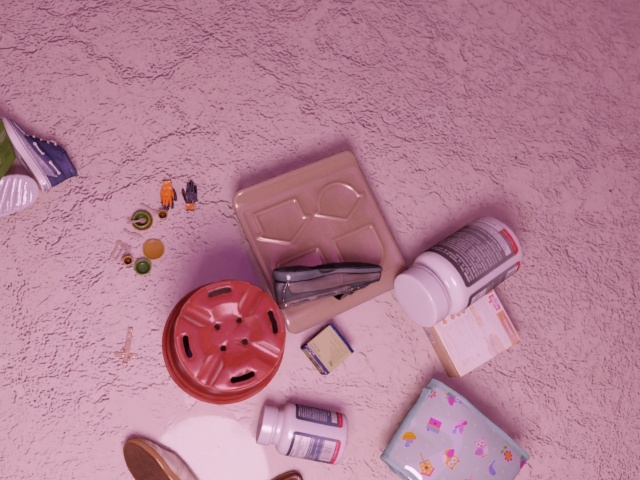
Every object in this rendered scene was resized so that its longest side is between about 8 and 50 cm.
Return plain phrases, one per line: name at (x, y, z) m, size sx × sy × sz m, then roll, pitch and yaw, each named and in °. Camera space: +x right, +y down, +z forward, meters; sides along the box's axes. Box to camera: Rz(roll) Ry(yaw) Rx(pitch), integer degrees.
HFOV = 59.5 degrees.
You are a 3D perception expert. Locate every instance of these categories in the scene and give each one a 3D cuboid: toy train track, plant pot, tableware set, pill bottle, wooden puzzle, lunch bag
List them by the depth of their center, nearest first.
plant pot at (-0.186, 0.197, 1.124) m, size 0.272 × 0.265 × 0.273 m, roll 3°, pitch 77°, yaw -12°
pill bottle at (-0.041, 0.406, 1.190) m, size 0.180 × 0.108 × 0.108 m, roll 15°, pitch 74°, yaw -9°
toy train track at (-0.414, 0.228, 1.198) m, size 0.048 × 0.014 × 0.083 m, roll 7°, pitch 75°, yaw -11°
lunch bag at (0.277, 0.463, 1.221) m, size 0.262 × 0.160 × 0.223 m, roll 42°, pitch 73°, yaw -6°
tableware set at (-0.393, -0.004, 1.252) m, size 0.104 × 0.024 × 0.154 m, roll 27°, pitch 72°, yaw -5°
pill bottle at (0.318, 0.072, 1.302) m, size 0.283 × 0.161 × 0.161 m, roll -29°, pitch 84°, yaw -25°
wooden puzzle at (0.000, 0.000, 1.313) m, size 0.322 × 0.080 × 0.348 m, roll -23°, pitch 88°, yaw -17°

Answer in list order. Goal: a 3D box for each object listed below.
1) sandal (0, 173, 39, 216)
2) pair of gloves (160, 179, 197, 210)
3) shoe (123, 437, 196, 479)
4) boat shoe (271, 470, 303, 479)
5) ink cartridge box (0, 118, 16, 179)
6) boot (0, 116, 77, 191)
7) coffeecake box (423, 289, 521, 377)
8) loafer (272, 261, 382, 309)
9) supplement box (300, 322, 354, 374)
sandal at (-0.726, -0.075, 1.170) m, size 0.265 × 0.076 × 0.102 m, roll -17°, pitch 108°, yaw -17°
pair of gloves at (-0.328, -0.105, 1.297) m, size 0.083 × 0.010 × 0.074 m, roll 1°, pitch 77°, yaw -13°
shoe at (-0.313, 0.483, 1.144) m, size 0.219 × 0.058 × 0.076 m, roll 43°, pitch 103°, yaw 4°
boat shoe at (-0.109, 0.550, 1.165) m, size 0.178 × 0.060 × 0.064 m, roll -28°, pitch 84°, yaw -17°
ink cartridge box at (-0.771, -0.152, 1.100) m, size 0.255 × 0.189 × 0.097 m, roll -6°, pitch 123°, yaw -6°
boot at (-0.623, -0.201, 1.234) m, size 0.086 × 0.069 × 0.190 m, roll -34°, pitch 88°, yaw -31°
coffeecake box at (0.361, 0.220, 1.341) m, size 0.185 × 0.068 × 0.142 m, roll -25°, pitch 83°, yaw -17°
loafer at (0.016, 0.094, 1.205) m, size 0.267 × 0.096 × 0.084 m, roll -1°, pitch 97°, yaw -32°
supplement box at (0.014, 0.246, 1.265) m, size 0.083 × 0.056 × 0.083 m, roll -38°, pitch 87°, yaw -18°
